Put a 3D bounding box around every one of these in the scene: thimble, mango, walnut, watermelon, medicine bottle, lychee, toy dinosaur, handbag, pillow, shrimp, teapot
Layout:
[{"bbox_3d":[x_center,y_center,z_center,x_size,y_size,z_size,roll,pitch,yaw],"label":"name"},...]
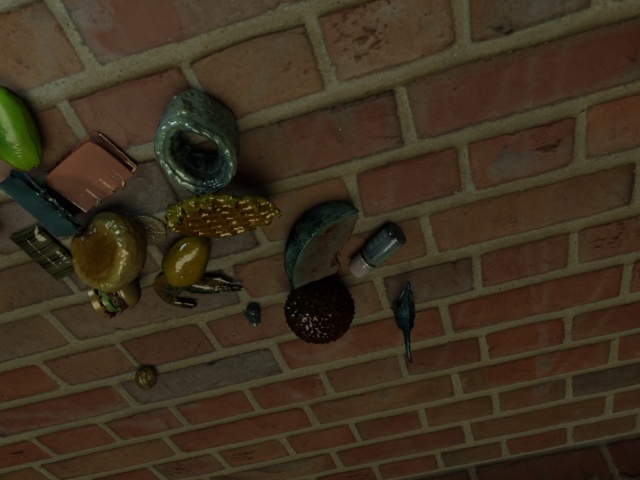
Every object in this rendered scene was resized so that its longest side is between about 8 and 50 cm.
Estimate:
[{"bbox_3d":[-0.310,-0.245,1.305,0.204,0.172,0.250,-9,132,5],"label":"thimble"},{"bbox_3d":[-0.773,-0.281,1.277,0.125,0.111,0.233,-14,131,-3],"label":"mango"},{"bbox_3d":[-0.678,0.536,2.006,0.078,0.082,0.096,-22,134,-24],"label":"walnut"},{"bbox_3d":[0.000,0.000,1.595,0.226,0.148,0.318,25,112,-45],"label":"watermelon"},{"bbox_3d":[0.177,0.037,1.644,0.083,0.083,0.203,31,120,-27],"label":"medicine bottle"},{"bbox_3d":[-0.009,0.233,1.697,0.235,0.271,0.236,3,98,22],"label":"lychee"},{"bbox_3d":[-0.413,0.062,1.611,0.137,0.098,0.195,35,106,-30],"label":"mango"},{"bbox_3d":[0.300,0.260,1.813,0.076,0.147,0.363,-7,123,-1],"label":"toy dinosaur"},{"bbox_3d":[-0.624,-0.182,1.407,0.212,0.059,0.157,-31,125,22],"label":"handbag"},{"bbox_3d":[-0.765,-0.099,1.424,0.144,0.057,0.221,4,140,39],"label":"handbag"},{"bbox_3d":[-0.843,0.041,1.592,0.113,0.038,0.203,-22,128,14],"label":"pillow"},{"bbox_3d":[-0.412,0.177,1.738,0.295,0.058,0.169,7,135,-5],"label":"shrimp"},{"bbox_3d":[-0.244,0.264,1.825,0.063,0.049,0.083,-2,131,-3],"label":"teapot"}]

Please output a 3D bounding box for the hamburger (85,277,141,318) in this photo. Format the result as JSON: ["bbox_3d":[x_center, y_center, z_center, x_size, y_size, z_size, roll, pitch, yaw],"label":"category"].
[{"bbox_3d":[-0.644,0.153,1.626,0.136,0.175,0.175,-21,130,-4],"label":"hamburger"}]

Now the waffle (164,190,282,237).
[{"bbox_3d":[-0.276,-0.065,1.423,0.302,0.068,0.324,3,162,-42],"label":"waffle"}]

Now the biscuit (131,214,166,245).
[{"bbox_3d":[-0.529,-0.030,1.573,0.120,0.015,0.120,-2,130,-3],"label":"biscuit"}]

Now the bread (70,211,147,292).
[{"bbox_3d":[-0.608,0.029,1.505,0.244,0.245,0.134,-40,164,26],"label":"bread"}]
